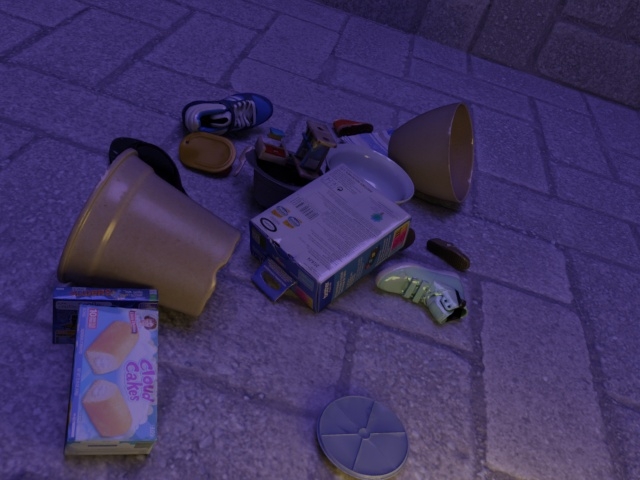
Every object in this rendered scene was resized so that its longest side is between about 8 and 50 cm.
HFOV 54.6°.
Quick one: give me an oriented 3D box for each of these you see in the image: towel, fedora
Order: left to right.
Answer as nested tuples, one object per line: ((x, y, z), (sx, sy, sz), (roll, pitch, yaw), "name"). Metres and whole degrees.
((-0.117, -0.170, 1.846), (0.244, 0.124, 0.275), (34, 30, 15), "fedora")
((0.234, -0.338, 2.288), (0.285, 0.034, 0.209), (-15, 50, -37), "towel")

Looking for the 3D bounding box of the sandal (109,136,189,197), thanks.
((-0.454, -0.182, 1.730), (0.168, 0.107, 0.445), (-13, 47, -35), "sandal")

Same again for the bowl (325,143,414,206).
((0.131, -0.163, 1.929), (0.298, 0.134, 0.297), (17, 35, -13), "bowl")

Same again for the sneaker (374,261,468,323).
((0.277, 0.145, 1.653), (0.256, 0.094, 0.151), (6, 42, -15), "sneaker")

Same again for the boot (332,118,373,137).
((0.122, -0.432, 2.339), (0.158, 0.059, 0.084), (-5, 38, -27), "boot")

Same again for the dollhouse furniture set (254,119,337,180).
((-0.072, -0.271, 1.781), (0.184, 0.129, 0.129), (12, 32, -27), "dollhouse furniture set")

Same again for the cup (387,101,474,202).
((0.367, -0.295, 2.100), (0.237, 0.331, 0.331), (4, 30, 27), "cup")

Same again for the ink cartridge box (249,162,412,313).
((0.000, 0.000, 1.615), (0.395, 0.151, 0.270), (-34, 60, -28), "ink cartridge box")

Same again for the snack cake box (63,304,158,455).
((-0.388, 0.260, 1.165), (0.152, 0.089, 0.264), (6, 53, -23), "snack cake box")

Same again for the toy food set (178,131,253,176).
((-0.327, -0.254, 1.917), (0.218, 0.071, 0.128), (17, 68, 5), "toy food set")

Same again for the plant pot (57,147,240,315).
((-0.360, 0.009, 1.393), (0.306, 0.333, 0.333), (27, 36, -8), "plant pot")

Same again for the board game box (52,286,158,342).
((-0.446, 0.158, 1.286), (0.201, 0.136, 0.035), (4, 39, -20), "board game box")

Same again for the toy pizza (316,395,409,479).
((0.087, 0.410, 1.288), (0.201, 0.032, 0.201), (12, 37, -9), "toy pizza")

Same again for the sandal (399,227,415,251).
((0.156, 0.019, 1.785), (0.240, 0.088, 0.079), (-21, 16, -24), "sandal")

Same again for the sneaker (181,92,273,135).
((-0.283, -0.397, 2.010), (0.323, 0.130, 0.236), (-7, 23, -19), "sneaker")

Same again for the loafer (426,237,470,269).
((0.393, 0.033, 1.872), (0.148, 0.056, 0.050), (36, 46, 20), "loafer")
